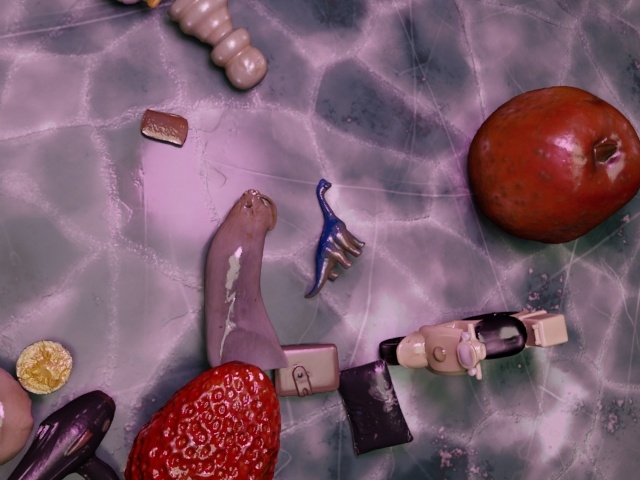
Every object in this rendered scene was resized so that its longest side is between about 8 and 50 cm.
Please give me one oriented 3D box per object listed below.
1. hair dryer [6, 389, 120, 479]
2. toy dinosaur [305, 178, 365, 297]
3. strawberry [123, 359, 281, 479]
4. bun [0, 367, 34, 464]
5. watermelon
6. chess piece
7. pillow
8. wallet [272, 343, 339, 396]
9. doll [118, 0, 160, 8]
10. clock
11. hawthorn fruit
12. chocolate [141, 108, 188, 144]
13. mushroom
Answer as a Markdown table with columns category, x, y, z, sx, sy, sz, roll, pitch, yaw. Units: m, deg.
| category | x | y | z | sx | sy | sz | roll | pitch | yaw |
| --- | --- | --- | --- | --- | --- | --- | --- | --- | --- |
| hair dryer | -0.442 | 0.502 | 1.166 | 0.360 | 0.120 | 0.304 | 56 | 39 | -22 |
| toy dinosaur | 0.000 | 0.000 | 1.415 | 0.188 | 0.075 | 0.248 | 41 | 80 | -1 |
| strawberry | -0.218 | 0.409 | 1.192 | 0.291 | 0.291 | 0.310 | 29 | 61 | -14 |
| bun | -0.631 | 0.329 | 1.126 | 0.178 | 0.128 | 0.193 | -32 | 80 | 8 |
| watermelon | -0.546 | 0.252 | 1.197 | 0.105 | 0.062 | 0.106 | 4 | 77 | -15 |
| chess piece | -0.214 | -0.451 | 1.346 | 0.133 | 0.133 | 0.243 | -44 | 103 | -17 |
| pillow | 0.121 | 0.387 | 1.399 | 0.141 | 0.055 | 0.209 | -17 | 91 | 6 |
| wallet | -0.033 | 0.296 | 1.373 | 0.152 | 0.039 | 0.118 | -3 | 85 | -14 |
| doll | -0.456 | -0.611 | 1.277 | 0.296 | 0.117 | 0.141 | 35 | 73 | -13 |
| clock | 0.349 | 0.231 | 1.393 | 0.378 | 0.276 | 0.120 | -12 | 90 | -22 |
| hawthorn fruit | 0.570 | -0.185 | 1.444 | 0.402 | 0.403 | 0.403 | 2 | 84 | -18 |
| chocolate | -0.344 | -0.251 | 1.328 | 0.100 | 0.031 | 0.065 | 9 | 100 | -14 |
| mushroom | -0.171 | 0.085 | 1.308 | 0.177 | 0.126 | 0.397 | -1 | 85 | -28 |
